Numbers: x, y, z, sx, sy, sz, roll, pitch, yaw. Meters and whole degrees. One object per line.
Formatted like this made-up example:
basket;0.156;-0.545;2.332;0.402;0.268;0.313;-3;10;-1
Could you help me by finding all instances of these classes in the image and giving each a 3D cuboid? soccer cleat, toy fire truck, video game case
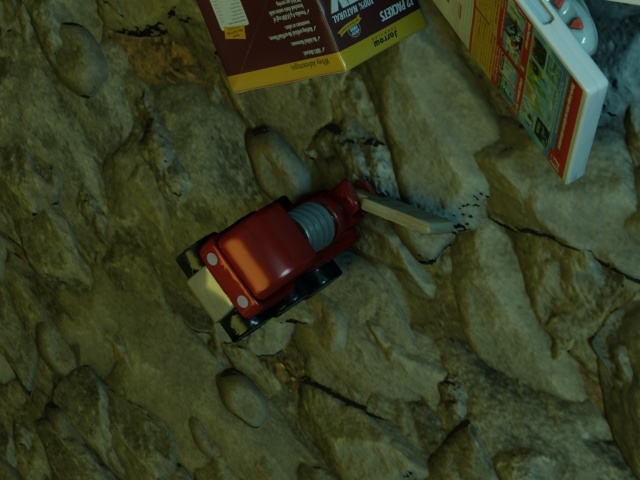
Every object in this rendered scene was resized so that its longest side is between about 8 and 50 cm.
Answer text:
soccer cleat;0.199;-0.250;1.632;0.068;0.076;0.196;-31;75;17
toy fire truck;0.000;0.000;1.935;0.246;0.217;0.158;-40;83;39
video game case;0.168;-0.206;1.624;0.285;0.025;0.204;57;170;19

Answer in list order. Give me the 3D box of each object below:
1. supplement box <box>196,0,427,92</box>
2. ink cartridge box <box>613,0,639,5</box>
supplement box;-0.025;-0.276;1.815;0.191;0.129;0.194;-5;112;50
ink cartridge box;0.261;-0.307;1.501;0.139;0.082;0.191;17;126;42
